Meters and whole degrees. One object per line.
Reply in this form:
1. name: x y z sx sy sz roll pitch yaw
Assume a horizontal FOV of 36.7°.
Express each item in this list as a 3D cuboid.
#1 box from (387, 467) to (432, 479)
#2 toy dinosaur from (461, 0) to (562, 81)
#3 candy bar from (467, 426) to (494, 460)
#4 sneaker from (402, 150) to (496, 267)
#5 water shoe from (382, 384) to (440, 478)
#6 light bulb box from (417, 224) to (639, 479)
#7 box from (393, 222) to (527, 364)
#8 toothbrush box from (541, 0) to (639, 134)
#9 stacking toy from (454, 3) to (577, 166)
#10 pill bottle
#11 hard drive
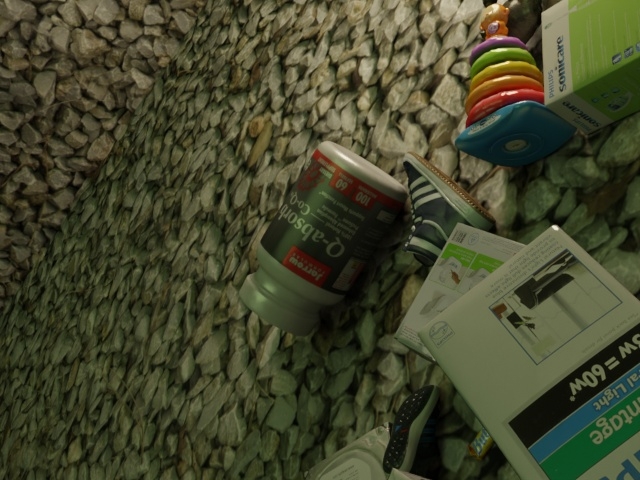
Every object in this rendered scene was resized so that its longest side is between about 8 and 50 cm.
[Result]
1. box: 0.228 0.404 1.287 0.169 0.290 0.087 21 87 55
2. toy dinosaur: 0.357 -0.405 1.819 0.313 0.121 0.160 -39 34 30
3. candy bar: 0.285 0.281 1.542 0.161 0.018 0.040 -58 33 8
4. sneaker: 0.199 -0.052 1.817 0.153 0.099 0.282 -54 37 12
5. water shoe: 0.164 0.335 1.631 0.073 0.080 0.203 -22 26 42
6. light bulb box: 0.351 0.235 1.129 0.225 0.358 0.361 -39 36 5
7. box: 0.277 0.119 1.546 0.262 0.127 0.231 23 83 57
8. toothbrush box: 0.504 -0.330 1.556 0.283 0.122 0.206 -26 49 43
9. stacking toy: 0.324 -0.297 1.707 0.175 0.166 0.301 -28 57 43
10. pill bottle: 0.000 0.000 1.959 0.363 0.210 0.210 -58 33 9
11. hard drive: 0.073 0.509 1.644 0.237 0.064 0.338 -39 41 34
